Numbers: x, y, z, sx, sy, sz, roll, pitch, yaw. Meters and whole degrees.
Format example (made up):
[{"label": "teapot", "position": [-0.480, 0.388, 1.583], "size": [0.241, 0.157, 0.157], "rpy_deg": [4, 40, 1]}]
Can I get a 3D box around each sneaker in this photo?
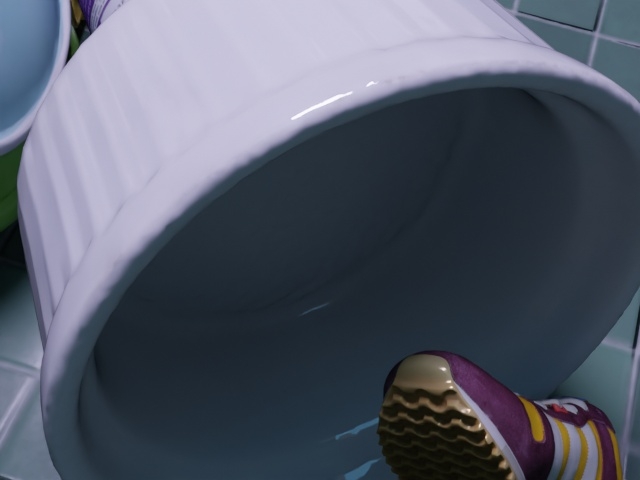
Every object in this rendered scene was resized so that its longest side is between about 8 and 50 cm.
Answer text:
[{"label": "sneaker", "position": [0.090, 0.094, 0.456], "size": [0.069, 0.185, 0.084], "rpy_deg": [1, 48, 39]}]

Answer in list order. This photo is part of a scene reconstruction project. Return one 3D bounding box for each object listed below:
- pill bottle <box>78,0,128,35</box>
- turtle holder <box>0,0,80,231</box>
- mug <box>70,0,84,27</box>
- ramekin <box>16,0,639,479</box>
[{"label": "pill bottle", "position": [-0.096, -0.169, 0.584], "size": [0.108, 0.108, 0.193], "rpy_deg": [-18, 59, -14]}, {"label": "turtle holder", "position": [-0.239, -0.137, 0.544], "size": [0.243, 0.227, 0.320], "rpy_deg": [31, 61, 17]}, {"label": "mug", "position": [-0.162, -0.192, 0.682], "size": [0.062, 0.064, 0.078], "rpy_deg": [-22, 61, -17]}, {"label": "ramekin", "position": [0.000, 0.000, 0.447], "size": [0.277, 0.277, 0.135], "rpy_deg": [-19, 51, -15]}]
